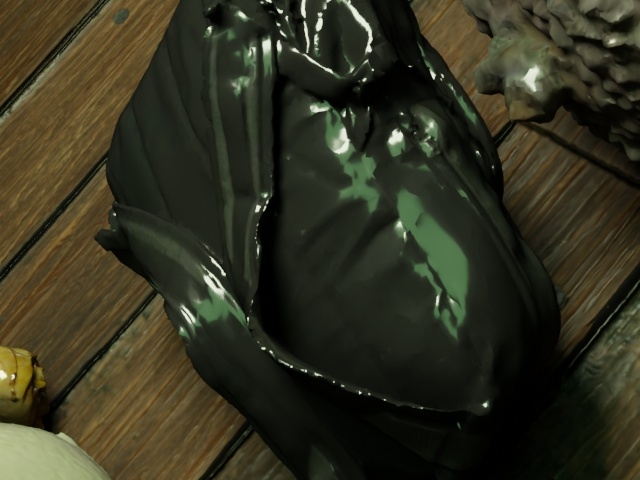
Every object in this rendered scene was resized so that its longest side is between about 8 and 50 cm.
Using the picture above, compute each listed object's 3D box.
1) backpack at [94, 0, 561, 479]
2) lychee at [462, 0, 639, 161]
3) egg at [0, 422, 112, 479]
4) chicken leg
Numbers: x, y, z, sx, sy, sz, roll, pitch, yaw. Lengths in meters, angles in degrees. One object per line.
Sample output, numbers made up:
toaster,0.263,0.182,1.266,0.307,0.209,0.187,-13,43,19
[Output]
backpack,0.000,0.000,0.923,0.446,0.254,0.363,56,138,22
lychee,0.284,-0.247,0.873,0.432,0.380,0.380,-45,50,-2
egg,-0.258,0.278,0.874,0.201,0.337,0.337,-39,33,60
chicken leg,-0.336,0.176,1.157,0.207,0.101,0.085,-39,43,30
